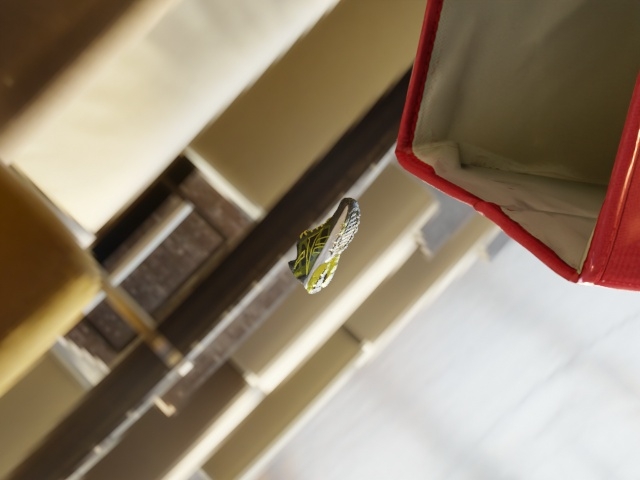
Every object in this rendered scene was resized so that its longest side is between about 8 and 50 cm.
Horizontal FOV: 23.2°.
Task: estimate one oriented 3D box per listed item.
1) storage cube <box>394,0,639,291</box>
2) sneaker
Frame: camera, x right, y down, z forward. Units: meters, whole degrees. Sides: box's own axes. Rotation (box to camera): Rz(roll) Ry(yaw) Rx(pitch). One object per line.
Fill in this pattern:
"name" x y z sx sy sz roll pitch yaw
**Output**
"storage cube" 0.164 -0.087 0.583 0.193 0.183 0.215 8 103 -20
"sneaker" 0.000 0.000 1.177 0.031 0.035 0.083 -18 140 -60
